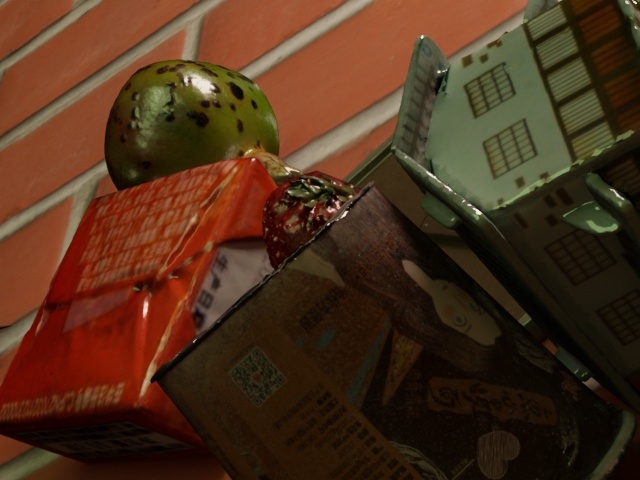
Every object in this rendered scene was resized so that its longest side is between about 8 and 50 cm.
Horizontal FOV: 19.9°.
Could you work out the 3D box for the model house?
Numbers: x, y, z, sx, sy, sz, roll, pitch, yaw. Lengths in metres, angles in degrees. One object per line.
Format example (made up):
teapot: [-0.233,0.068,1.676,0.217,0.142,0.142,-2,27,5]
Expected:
model house: [0.187,-0.038,1.071,0.215,0.224,0.198,-27,45,18]

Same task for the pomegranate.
pomegranate: [-0.097,-0.077,1.589,0.205,0.159,0.159,28,74,31]

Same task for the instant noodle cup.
instant noodle cup: [0.034,0.097,1.041,0.217,0.207,0.217,-42,1,1]

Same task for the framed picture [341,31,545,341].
framed picture: [0.105,-0.012,1.358,0.247,0.022,0.335,-42,29,8]

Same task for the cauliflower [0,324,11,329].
cauliflower: [-0.447,0.114,1.796,0.315,0.239,0.256,-2,56,7]

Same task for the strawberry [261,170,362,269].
strawberry: [0.001,0.000,1.367,0.106,0.106,0.106,-33,31,23]

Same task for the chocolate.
chocolate: [-0.135,0.066,1.471,0.237,0.108,0.235,-12,47,48]
